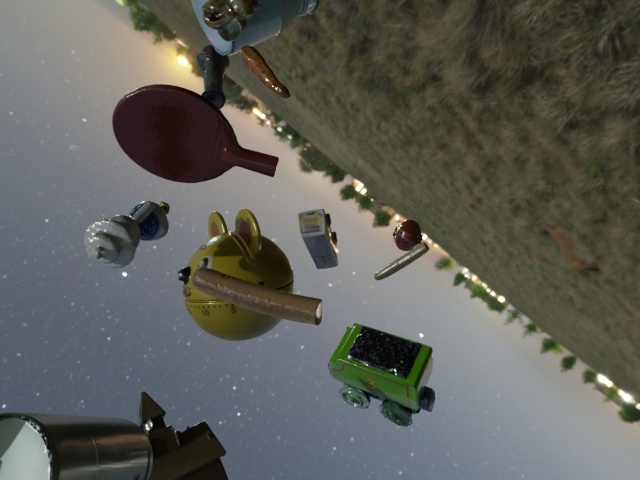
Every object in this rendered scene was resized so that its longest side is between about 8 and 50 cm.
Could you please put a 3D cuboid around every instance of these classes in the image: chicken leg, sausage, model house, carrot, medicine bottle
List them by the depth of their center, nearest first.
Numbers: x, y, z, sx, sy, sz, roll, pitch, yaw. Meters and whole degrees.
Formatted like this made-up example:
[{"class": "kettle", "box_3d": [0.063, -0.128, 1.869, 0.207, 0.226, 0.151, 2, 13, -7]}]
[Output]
[{"class": "chicken leg", "box_3d": [-0.123, -0.544, 0.779, 0.140, 0.212, 0.360, 0, -105, -51]}, {"class": "model house", "box_3d": [-0.300, 0.408, 0.871, 0.181, 0.176, 0.248, -13, -117, -34]}, {"class": "sausage", "box_3d": [0.167, 0.047, 0.950, 0.024, 0.132, 0.024, 42, -154, -26]}, {"class": "sausage", "box_3d": [-0.141, 0.120, 0.985, 0.302, 0.065, 0.066, 14, -178, 15]}, {"class": "carrot", "box_3d": [-0.129, -0.388, 1.050, 0.191, 0.047, 0.047, 52, -166, 27]}, {"class": "medicine bottle", "box_3d": [-0.169, -0.653, 1.199, 0.245, 0.290, 0.244, 50, 158, 28]}]

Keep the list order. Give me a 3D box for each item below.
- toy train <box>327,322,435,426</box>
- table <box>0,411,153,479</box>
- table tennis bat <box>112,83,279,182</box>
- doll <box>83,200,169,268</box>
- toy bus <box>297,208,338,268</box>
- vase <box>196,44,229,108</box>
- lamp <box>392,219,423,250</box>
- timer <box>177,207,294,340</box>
[{"class": "toy train", "box_3d": [0.169, 0.376, 1.287, 0.308, 0.173, 0.248, 13, 137, 28]}, {"class": "table", "box_3d": [-0.302, 0.269, 0.531, 0.126, 0.126, 0.220, 40, 167, 18]}, {"class": "table tennis bat", "box_3d": [-0.309, -0.243, 1.152, 0.415, 0.268, 0.051, 15, -138, -13]}, {"class": "doll", "box_3d": [-0.445, -0.023, 1.070, 0.119, 0.138, 0.293, 37, -157, -7]}, {"class": "toy bus", "box_3d": [0.000, 0.000, 1.353, 0.268, 0.092, 0.105, 68, -166, -63]}, {"class": "vase", "box_3d": [-0.351, -0.532, 1.499, 0.116, 0.116, 0.237, 31, -144, -39]}, {"class": "lamp", "box_3d": [0.269, -0.015, 1.400, 0.090, 0.101, 0.101, 18, -177, 16]}, {"class": "timer", "box_3d": [-0.259, 0.096, 1.389, 0.376, 0.377, 0.386, -90, -9, -81]}]
